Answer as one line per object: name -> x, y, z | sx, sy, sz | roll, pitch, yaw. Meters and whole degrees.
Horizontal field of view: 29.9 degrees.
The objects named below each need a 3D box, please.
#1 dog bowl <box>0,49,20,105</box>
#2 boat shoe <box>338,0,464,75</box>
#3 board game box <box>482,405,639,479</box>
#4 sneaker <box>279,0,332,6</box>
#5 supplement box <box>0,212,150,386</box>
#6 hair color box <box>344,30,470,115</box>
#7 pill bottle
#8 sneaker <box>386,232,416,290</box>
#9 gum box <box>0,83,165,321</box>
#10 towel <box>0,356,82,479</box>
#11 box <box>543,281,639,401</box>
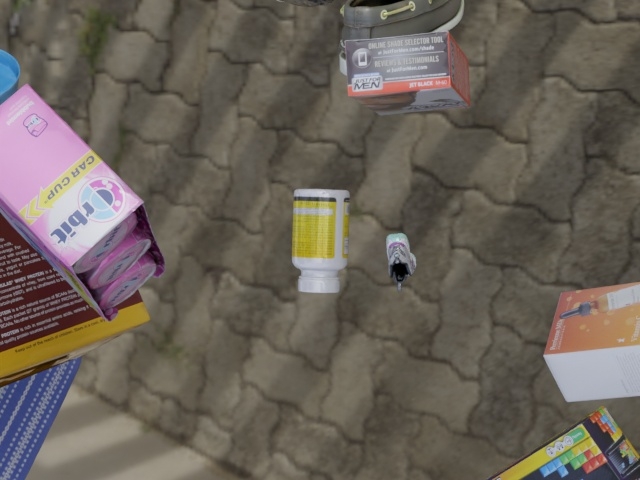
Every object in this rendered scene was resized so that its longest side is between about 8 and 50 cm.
dog bowl -> -0.512, -0.151, 1.545 | 0.166, 0.297, 0.074 | 20, 133, 22
boat shoe -> 0.108, -0.304, 1.518 | 0.109, 0.305, 0.091 | 10, 125, 23
board game box -> 0.212, 0.242, 1.015 | 0.170, 0.048, 0.141 | -44, 75, 38
sneaker -> -0.118, -0.295, 1.115 | 0.330, 0.146, 0.122 | 38, 140, 36
supplement box -> -0.296, 0.029, 1.093 | 0.129, 0.191, 0.194 | -27, 86, 41
hair color box -> 0.084, -0.151, 1.101 | 0.093, 0.167, 0.053 | -3, 88, 13
pill bottle -> 0.000, 0.000, 1.357 | 0.065, 0.065, 0.116 | 2, 91, 37
sneaker -> 0.110, 0.042, 1.639 | 0.038, 0.098, 0.069 | -9, 57, 14
gum box -> -0.168, -0.016, 0.808 | 0.107, 0.188, 0.062 | 44, 78, 8
towel -> -0.404, 0.153, 1.294 | 0.040, 0.336, 0.243 | 10, 65, 31
box -> 0.400, 0.132, 1.583 | 0.170, 0.130, 0.091 | -11, 125, 31
